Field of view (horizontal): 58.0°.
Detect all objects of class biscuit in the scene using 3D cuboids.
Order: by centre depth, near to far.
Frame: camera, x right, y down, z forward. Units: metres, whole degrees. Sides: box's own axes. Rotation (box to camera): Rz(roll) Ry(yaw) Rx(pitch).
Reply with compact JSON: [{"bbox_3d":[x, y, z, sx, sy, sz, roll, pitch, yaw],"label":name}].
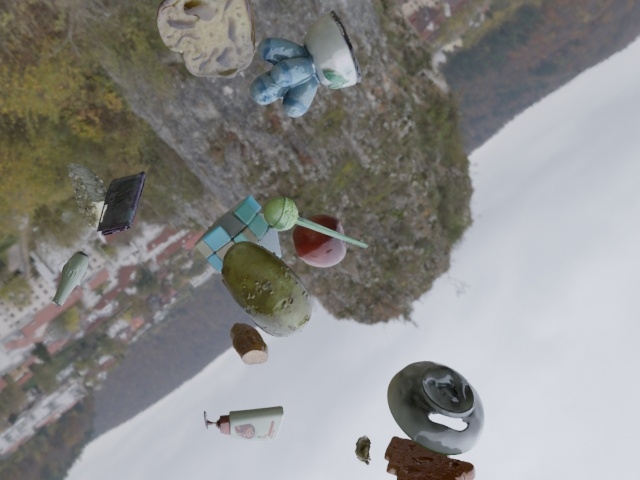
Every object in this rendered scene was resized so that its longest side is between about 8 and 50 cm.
[{"bbox_3d":[0.303,0.675,1.735,0.283,0.043,0.306,0,-171,-25],"label":"biscuit"},{"bbox_3d":[-0.746,-0.133,1.889,0.084,0.281,0.179,-18,134,-30],"label":"biscuit"}]

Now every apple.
[{"bbox_3d":[0.000,0.000,2.340,0.201,0.218,0.218,-16,-171,14],"label":"apple"}]

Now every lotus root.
[{"bbox_3d":[-0.239,-0.470,1.229,0.180,0.199,0.188,-102,-166,-47],"label":"lotus root"}]

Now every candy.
[{"bbox_3d":[-0.007,-0.037,1.660,0.092,0.335,0.093,-32,-137,58],"label":"candy"}]

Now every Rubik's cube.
[{"bbox_3d":[-0.250,0.006,1.865,0.224,0.213,0.265,-34,-165,32],"label":"Rubik's cube"}]

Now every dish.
[{"bbox_3d":[0.378,0.489,1.797,0.324,0.324,0.124,-44,160,-51],"label":"dish"}]

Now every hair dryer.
[{"bbox_3d":[-0.990,0.178,2.273,0.219,0.088,0.225,-75,-168,-46],"label":"hair dryer"}]

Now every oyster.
[{"bbox_3d":[0.142,0.678,1.861,0.083,0.081,0.038,-20,153,-54],"label":"oyster"}]

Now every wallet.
[{"bbox_3d":[-0.500,-0.094,1.462,0.111,0.030,0.166,-8,-120,25],"label":"wallet"}]

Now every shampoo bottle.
[{"bbox_3d":[-0.286,0.662,2.091,0.071,0.284,0.153,-111,-149,-54],"label":"shampoo bottle"}]

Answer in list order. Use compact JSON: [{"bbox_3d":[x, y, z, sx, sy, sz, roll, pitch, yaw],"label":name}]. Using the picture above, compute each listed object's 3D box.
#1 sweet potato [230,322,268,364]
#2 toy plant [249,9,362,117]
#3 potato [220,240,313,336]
[{"bbox_3d":[-0.232,0.316,1.798,0.097,0.097,0.251,-40,-154,-12],"label":"sweet potato"},{"bbox_3d":[-0.065,-0.515,1.749,0.332,0.247,0.247,-25,-177,0],"label":"toy plant"},{"bbox_3d":[-0.146,0.135,1.575,0.173,0.307,0.210,-44,-175,-10],"label":"potato"}]
